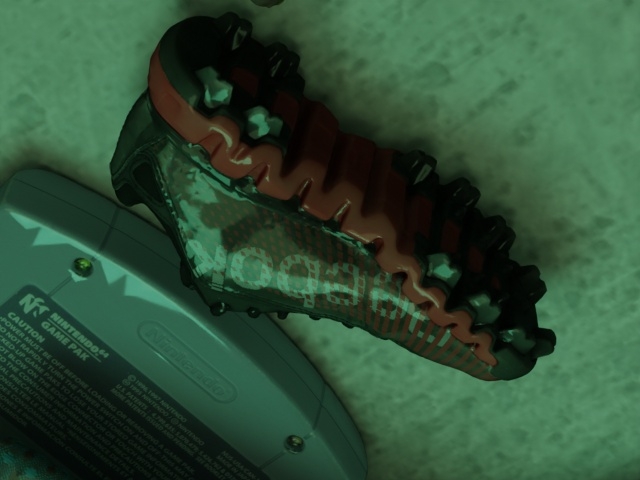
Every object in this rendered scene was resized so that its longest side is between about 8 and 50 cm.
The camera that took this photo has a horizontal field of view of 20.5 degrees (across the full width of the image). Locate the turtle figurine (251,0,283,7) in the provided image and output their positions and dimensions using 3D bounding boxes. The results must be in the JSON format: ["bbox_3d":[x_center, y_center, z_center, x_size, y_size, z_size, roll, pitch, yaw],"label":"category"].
[{"bbox_3d":[0.054,-0.181,0.842,0.217,0.087,0.269,-18,121,22],"label":"turtle figurine"}]

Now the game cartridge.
[{"bbox_3d":[-0.120,0.091,1.096,0.294,0.060,0.196,42,126,-19],"label":"game cartridge"}]

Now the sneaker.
[{"bbox_3d":[0.000,0.000,0.979,0.276,0.098,0.135,36,124,-13],"label":"sneaker"}]

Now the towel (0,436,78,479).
[{"bbox_3d":[-0.097,0.317,1.043,0.370,0.040,0.271,35,105,0],"label":"towel"}]
